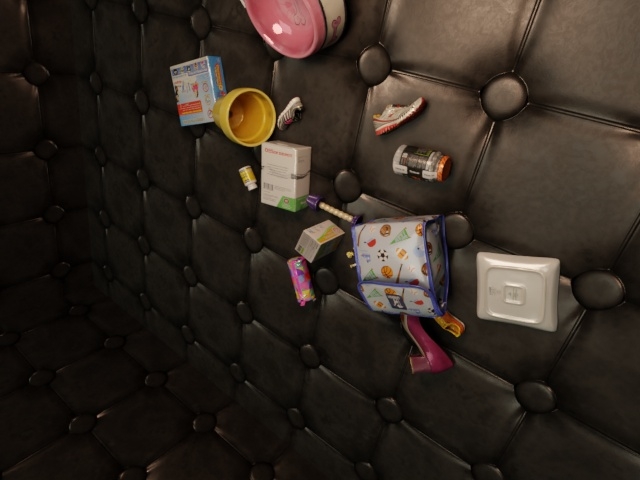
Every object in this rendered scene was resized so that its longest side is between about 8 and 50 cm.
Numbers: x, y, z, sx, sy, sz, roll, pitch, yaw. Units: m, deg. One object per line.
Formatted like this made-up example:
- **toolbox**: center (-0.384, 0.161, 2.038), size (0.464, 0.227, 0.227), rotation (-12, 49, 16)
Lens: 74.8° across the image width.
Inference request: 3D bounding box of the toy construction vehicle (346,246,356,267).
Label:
- **toy construction vehicle**: center (0.160, 0.074, 1.892), size (0.098, 0.035, 0.085), rotation (-25, 91, 40)

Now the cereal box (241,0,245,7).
- **cereal box**: center (-0.286, -1.144, 1.777), size (0.240, 0.047, 0.173), rotation (-33, 85, 40)

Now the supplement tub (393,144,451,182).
- **supplement tub**: center (0.375, -0.281, 1.546), size (0.190, 0.117, 0.117), rotation (21, 118, 31)

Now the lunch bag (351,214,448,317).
- **lunch bag**: center (0.317, 0.108, 1.642), size (0.328, 0.239, 0.385), rotation (0, 102, 38)

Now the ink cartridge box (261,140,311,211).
- **ink cartridge box**: center (-0.160, -0.303, 1.941), size (0.211, 0.121, 0.289), rotation (19, 117, 31)

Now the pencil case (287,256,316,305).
- **pencil case**: center (-0.094, 0.198, 2.092), size (0.104, 0.104, 0.236), rotation (-8, 100, 39)

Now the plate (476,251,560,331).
- **plate**: center (0.703, 0.189, 1.516), size (0.278, 0.045, 0.277), rotation (6, 110, 36)

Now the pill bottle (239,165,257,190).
- **pill bottle**: center (-0.364, -0.315, 2.129), size (0.065, 0.065, 0.116), rotation (-21, 94, 40)

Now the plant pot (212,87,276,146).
- **plant pot**: center (-0.376, -0.577, 1.940), size (0.239, 0.254, 0.254), rotation (25, 121, 45)

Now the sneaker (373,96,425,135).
- **sneaker**: center (0.286, -0.475, 1.562), size (0.225, 0.088, 0.092), rotation (-20, 92, 40)

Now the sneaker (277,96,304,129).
- **sneaker**: center (-0.128, -0.549, 1.864), size (0.074, 0.063, 0.170), rotation (54, 125, 17)

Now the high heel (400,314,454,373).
- **high heel**: center (0.445, 0.373, 1.775), size (0.181, 0.127, 0.377), rotation (-9, 93, 1)

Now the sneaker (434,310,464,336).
- **sneaker**: center (0.503, 0.321, 1.702), size (0.175, 0.067, 0.064), rotation (33, 125, 26)

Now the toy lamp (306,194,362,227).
- **toy lamp**: center (0.056, -0.133, 1.871), size (0.275, 0.080, 0.080), rotation (29, 122, 24)

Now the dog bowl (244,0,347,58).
- **dog bowl**: center (-0.110, -0.863, 1.544), size (0.408, 0.150, 0.408), rotation (31, 159, 14)

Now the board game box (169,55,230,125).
- **board game box**: center (-0.617, -0.756, 2.146), size (0.308, 0.086, 0.301), rotation (5, 110, 36)

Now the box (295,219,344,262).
- **box**: center (0.000, 0.000, 1.877), size (0.103, 0.203, 0.114), rotation (40, 124, 19)
